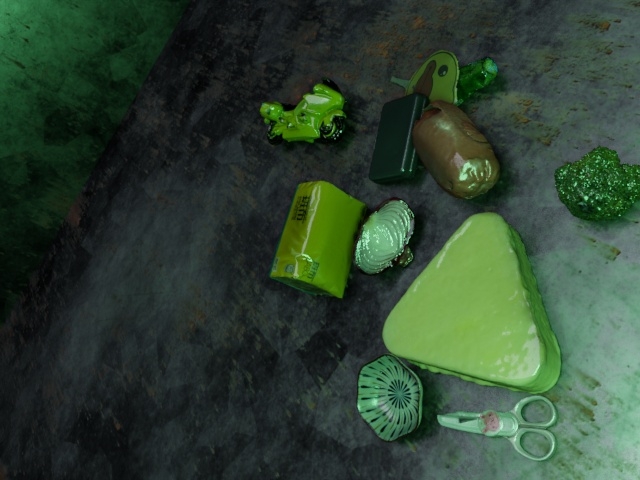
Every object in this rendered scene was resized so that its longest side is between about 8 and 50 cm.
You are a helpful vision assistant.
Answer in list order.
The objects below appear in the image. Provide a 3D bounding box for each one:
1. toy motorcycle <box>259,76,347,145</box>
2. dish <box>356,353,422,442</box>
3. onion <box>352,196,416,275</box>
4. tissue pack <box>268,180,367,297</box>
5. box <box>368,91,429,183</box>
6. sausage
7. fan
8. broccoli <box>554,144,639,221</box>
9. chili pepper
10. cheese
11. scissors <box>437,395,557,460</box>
[{"bbox_3d":[-0.045,-0.393,1.879,0.342,0.142,0.206,7,73,44],"label":"toy motorcycle"},{"bbox_3d":[0.166,0.343,1.343,0.190,0.066,0.191,-4,85,45],"label":"dish"},{"bbox_3d":[0.159,-0.001,1.519,0.206,0.151,0.098,-51,9,-4],"label":"onion"},{"bbox_3d":[0.000,0.000,1.600,0.134,0.192,0.271,3,73,46],"label":"tissue pack"},{"bbox_3d":[0.206,-0.267,1.605,0.160,0.050,0.230,-3,73,58],"label":"box"},{"bbox_3d":[0.313,-0.211,1.429,0.152,0.152,0.280,-43,49,20],"label":"sausage"},{"bbox_3d":[0.267,-0.402,1.630,0.335,0.011,0.230,45,118,58],"label":"fan"},{"bbox_3d":[0.542,-0.106,1.181,0.138,0.146,0.162,-46,13,-31],"label":"broccoli"},{"bbox_3d":[0.354,-0.388,1.542,0.224,0.061,0.098,-31,52,55],"label":"chili pepper"},{"bbox_3d":[0.293,0.161,1.297,0.383,0.104,0.384,-21,57,36],"label":"cheese"},{"bbox_3d":[0.343,0.363,1.201,0.242,0.030,0.118,-8,64,37],"label":"scissors"}]
